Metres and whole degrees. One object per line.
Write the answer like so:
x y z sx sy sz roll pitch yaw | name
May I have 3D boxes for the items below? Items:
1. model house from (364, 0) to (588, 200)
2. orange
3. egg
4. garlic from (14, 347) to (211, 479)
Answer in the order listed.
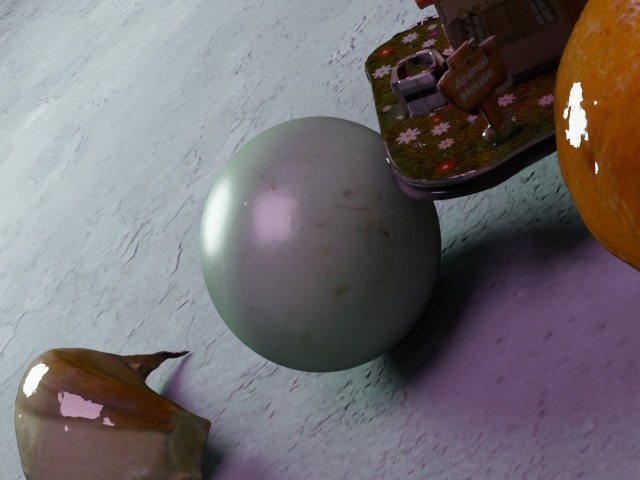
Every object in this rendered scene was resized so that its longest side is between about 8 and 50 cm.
0.142 -0.171 1.069 0.294 0.154 0.207 -22 30 9 | model house
0.215 -0.060 0.845 0.224 0.170 0.224 -29 35 23 | orange
0.000 0.000 1.155 0.149 0.149 0.192 -39 19 19 | egg
-0.159 0.125 1.288 0.128 0.115 0.207 -52 19 6 | garlic
